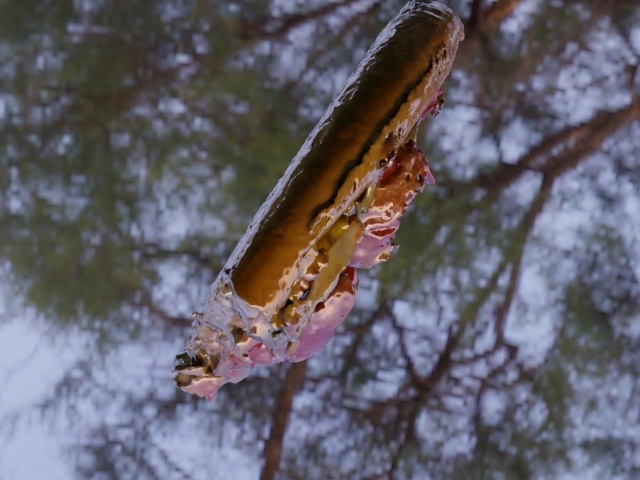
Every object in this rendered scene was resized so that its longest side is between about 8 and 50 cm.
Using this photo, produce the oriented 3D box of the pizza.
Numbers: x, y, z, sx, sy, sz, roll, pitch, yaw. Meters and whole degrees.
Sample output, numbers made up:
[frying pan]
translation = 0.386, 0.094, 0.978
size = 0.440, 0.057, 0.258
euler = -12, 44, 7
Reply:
[pizza]
translation = 0.000, 0.000, 0.715
size = 0.053, 0.193, 0.201
euler = 33, -129, -1
